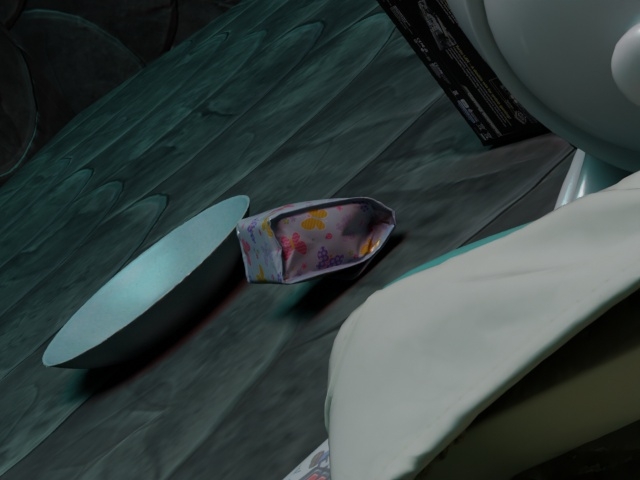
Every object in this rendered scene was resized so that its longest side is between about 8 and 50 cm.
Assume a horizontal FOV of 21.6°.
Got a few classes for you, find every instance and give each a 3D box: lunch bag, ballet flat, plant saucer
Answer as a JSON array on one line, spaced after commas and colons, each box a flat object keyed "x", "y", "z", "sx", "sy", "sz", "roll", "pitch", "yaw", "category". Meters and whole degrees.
[{"x": 0.000, "y": 0.000, "z": 1.029, "sx": 0.083, "sy": 0.053, "sz": 0.071, "roll": -16, "pitch": 4, "yaw": -21, "category": "lunch bag"}, {"x": 0.149, "y": 0.016, "z": 0.467, "sx": 0.400, "sy": 0.139, "sz": 0.139, "roll": -33, "pitch": 13, "yaw": 39, "category": "ballet flat"}, {"x": -0.119, "y": 0.041, "z": 1.244, "sx": 0.195, "sy": 0.037, "sz": 0.195, "roll": -35, "pitch": 14, "yaw": 10, "category": "plant saucer"}]

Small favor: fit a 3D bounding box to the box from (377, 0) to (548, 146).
[{"x": 0.108, "y": -0.157, "z": 0.991, "sx": 0.077, "sy": 0.180, "sz": 0.147, "roll": -44, "pitch": 14, "yaw": -25, "category": "box"}]

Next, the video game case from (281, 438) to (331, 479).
[{"x": 0.008, "y": 0.112, "z": 0.708, "sx": 0.166, "sy": 0.015, "sz": 0.119, "roll": -41, "pitch": 13, "yaw": -13, "category": "video game case"}]

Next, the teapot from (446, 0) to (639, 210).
[{"x": 0.133, "y": -0.106, "z": 0.571, "sx": 0.252, "sy": 0.256, "sz": 0.187, "roll": -13, "pitch": 37, "yaw": 37, "category": "teapot"}]

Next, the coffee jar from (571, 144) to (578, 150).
[{"x": 0.180, "y": -0.130, "z": 0.896, "sx": 0.184, "sy": 0.096, "sz": 0.079, "roll": -45, "pitch": 12, "yaw": -23, "category": "coffee jar"}]
